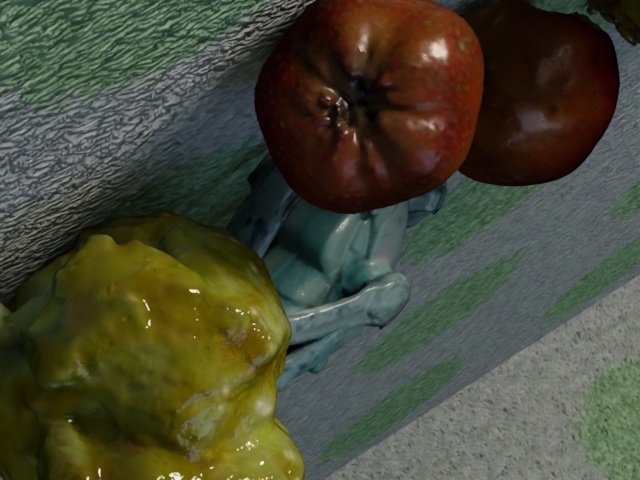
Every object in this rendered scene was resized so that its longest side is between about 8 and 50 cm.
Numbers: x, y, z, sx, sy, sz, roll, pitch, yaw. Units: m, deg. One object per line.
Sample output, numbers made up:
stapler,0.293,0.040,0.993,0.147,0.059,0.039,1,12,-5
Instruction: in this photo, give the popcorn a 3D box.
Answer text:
popcorn,-0.127,0.111,1.302,0.225,0.276,0.276,-16,157,-39

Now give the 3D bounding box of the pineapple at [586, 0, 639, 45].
pineapple,0.363,-0.198,1.618,0.250,0.164,0.140,-34,173,-19

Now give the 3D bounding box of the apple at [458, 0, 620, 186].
apple,0.158,-0.116,1.448,0.156,0.147,0.158,-20,177,40

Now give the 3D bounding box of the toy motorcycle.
toy motorcycle,0.000,0.000,1.473,0.260,0.154,0.206,-51,146,-4

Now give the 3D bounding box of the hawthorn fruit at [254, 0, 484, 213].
hawthorn fruit,0.041,-0.101,1.247,0.163,0.162,0.203,-39,-178,14
